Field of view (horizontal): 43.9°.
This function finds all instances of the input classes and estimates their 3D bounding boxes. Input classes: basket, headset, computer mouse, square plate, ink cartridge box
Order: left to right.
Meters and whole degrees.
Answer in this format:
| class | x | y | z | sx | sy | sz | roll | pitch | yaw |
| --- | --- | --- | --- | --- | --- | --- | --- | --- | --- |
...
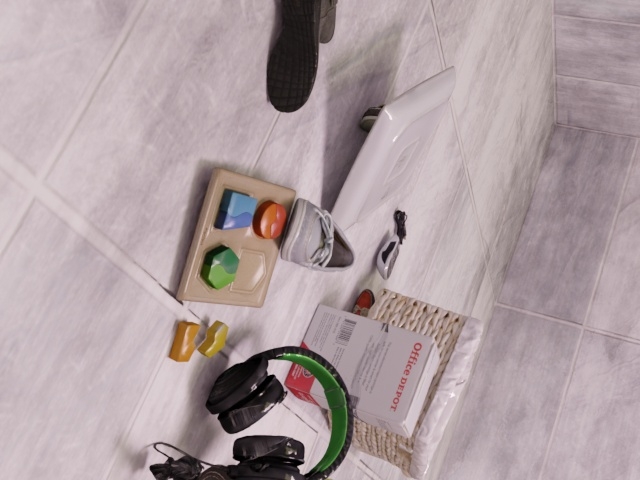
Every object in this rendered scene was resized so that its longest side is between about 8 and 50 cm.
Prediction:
| class | x | y | z | sx | sy | sz | roll | pitch | yaw |
| --- | --- | --- | --- | --- | --- | --- | --- | --- | --- |
| headset | -0.096 | 0.314 | 1.322 | 0.394 | 0.185 | 0.243 | -14 | 81 | -37 |
| ink cartridge box | 0.094 | 0.276 | 1.689 | 0.197 | 0.273 | 0.114 | -66 | 155 | -21 |
| computer mouse | 0.177 | 0.019 | 2.025 | 0.106 | 0.042 | 0.193 | 87 | 23 | -44 |
| square plate | 0.157 | -0.180 | 1.678 | 0.347 | 0.049 | 0.344 | -37 | 158 | -50 |
| basket | 0.201 | 0.338 | 1.904 | 0.331 | 0.266 | 0.328 | -58 | 161 | -26 |

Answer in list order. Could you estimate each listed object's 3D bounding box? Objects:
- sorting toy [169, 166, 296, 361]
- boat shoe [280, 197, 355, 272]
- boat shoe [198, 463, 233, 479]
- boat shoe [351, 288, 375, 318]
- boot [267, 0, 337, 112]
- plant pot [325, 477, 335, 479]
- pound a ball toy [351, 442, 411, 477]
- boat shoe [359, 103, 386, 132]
| class | x | y | z | sx | sy | sz | roll | pitch | yaw |
| --- | --- | --- | --- | --- | --- | --- | --- | --- | --- |
| sorting toy | -0.138 | 0.050 | 1.280 | 0.229 | 0.041 | 0.307 | 12 | 95 | -58 |
| boat shoe | -0.001 | 0.003 | 1.466 | 0.320 | 0.103 | 0.118 | 58 | 48 | -75 |
| boat shoe | -0.223 | 0.549 | 1.342 | 0.335 | 0.112 | 0.095 | -71 | 161 | -1 |
| boat shoe | 0.096 | 0.183 | 1.928 | 0.043 | 0.049 | 0.137 | 12 | 97 | -65 |
| boot | -0.013 | -0.340 | 1.341 | 0.161 | 0.083 | 0.246 | -30 | 132 | -66 |
| plant pot | 0.013 | 0.652 | 1.990 | 0.083 | 0.083 | 0.079 | -57 | 164 | -37 |
| pound a ball toy | 0.222 | 0.492 | 2.187 | 0.319 | 0.208 | 0.136 | -61 | 153 | -32 |
| boat shoe | 0.140 | -0.261 | 1.732 | 0.228 | 0.081 | 0.068 | 22 | 81 | -74 |
